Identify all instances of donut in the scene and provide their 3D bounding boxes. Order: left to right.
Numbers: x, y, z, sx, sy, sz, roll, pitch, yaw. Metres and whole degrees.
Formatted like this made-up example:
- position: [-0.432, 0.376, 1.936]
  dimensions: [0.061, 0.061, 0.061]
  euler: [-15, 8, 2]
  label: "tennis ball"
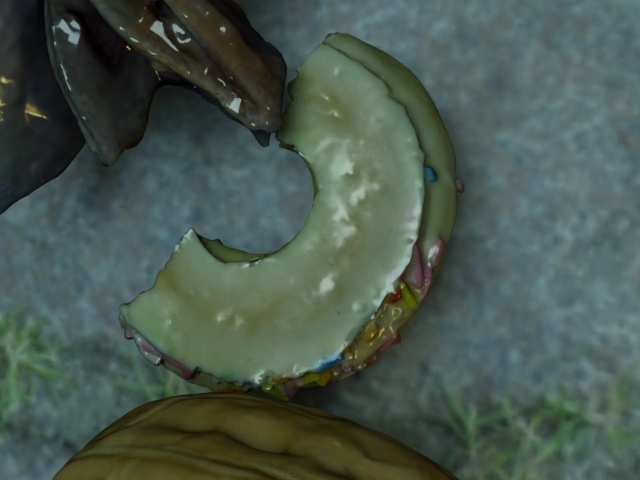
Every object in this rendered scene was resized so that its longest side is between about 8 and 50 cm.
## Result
- position: [0.001, 0.005, 0.519]
  dimensions: [0.108, 0.065, 0.166]
  euler: [40, 93, 23]
  label: "donut"

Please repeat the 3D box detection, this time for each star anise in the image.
- position: [-0.098, -0.113, 0.541]
  dimensions: [0.236, 0.093, 0.229]
  euler: [30, 90, 38]
  label: "star anise"

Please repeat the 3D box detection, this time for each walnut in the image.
- position: [-0.022, 0.140, 0.454]
  dimensions: [0.197, 0.165, 0.165]
  euler: [24, 89, 18]
  label: "walnut"
